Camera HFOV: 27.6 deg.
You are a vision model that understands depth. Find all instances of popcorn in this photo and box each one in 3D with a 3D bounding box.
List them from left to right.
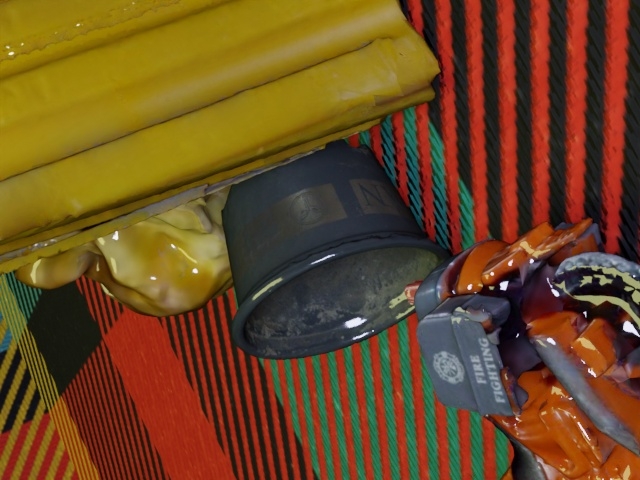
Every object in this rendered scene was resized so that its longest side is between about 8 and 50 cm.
[{"bbox_3d":[-0.166,-0.084,0.995,0.332,0.265,0.225,69,-159,-54],"label":"popcorn"}]

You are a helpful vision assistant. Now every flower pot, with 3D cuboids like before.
[{"bbox_3d":[0.000,0.000,0.900,0.157,0.157,0.107,112,142,-59],"label":"flower pot"}]

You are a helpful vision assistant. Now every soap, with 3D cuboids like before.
[{"bbox_3d":[-0.110,-0.116,0.790,0.204,0.324,0.096,64,157,9],"label":"soap"}]

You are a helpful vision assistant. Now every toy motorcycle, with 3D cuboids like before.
[{"bbox_3d":[0.138,0.141,0.758,0.221,0.148,0.326,-3,113,42],"label":"toy motorcycle"}]
